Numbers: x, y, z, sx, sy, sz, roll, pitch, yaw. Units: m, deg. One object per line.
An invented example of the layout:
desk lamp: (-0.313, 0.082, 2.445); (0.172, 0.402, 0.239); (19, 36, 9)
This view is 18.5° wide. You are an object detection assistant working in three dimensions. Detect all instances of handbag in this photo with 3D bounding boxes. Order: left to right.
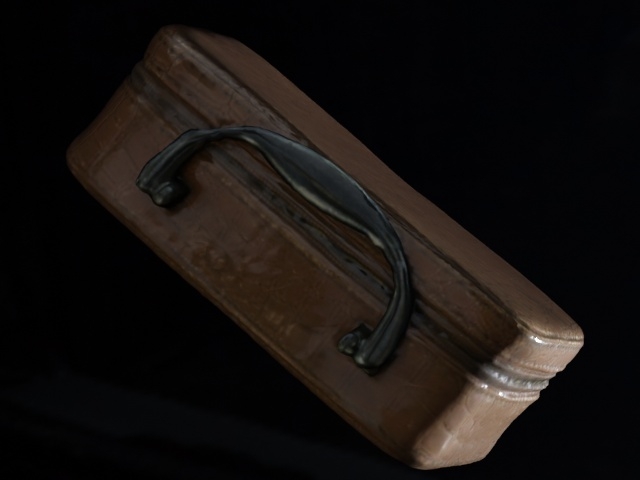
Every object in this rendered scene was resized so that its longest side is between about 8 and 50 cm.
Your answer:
handbag: (0.000, 0.000, 0.736); (0.193, 0.072, 0.151); (43, -171, 13)
